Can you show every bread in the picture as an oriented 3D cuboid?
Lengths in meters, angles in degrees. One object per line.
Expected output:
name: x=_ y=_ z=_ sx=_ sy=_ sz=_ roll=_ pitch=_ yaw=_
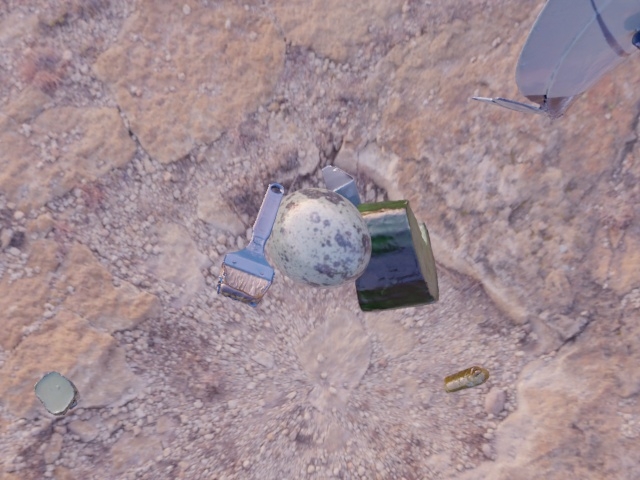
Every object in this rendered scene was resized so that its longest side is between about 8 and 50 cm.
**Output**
bread: x=0.254 y=0.243 z=1.129 sx=0.088 sy=0.049 sz=0.033 roll=-30 pitch=72 yaw=39

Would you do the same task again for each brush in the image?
brush: x=-0.061 y=-0.003 z=0.641 sx=0.051 sy=0.014 sz=0.164 roll=22 pitch=45 yaw=-9

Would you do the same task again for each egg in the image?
egg: x=0.000 y=0.000 z=0.861 sx=0.132 sy=0.132 sz=0.172 roll=-44 pitch=39 yaw=-8

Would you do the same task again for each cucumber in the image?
cucumber: x=0.118 y=0.030 z=1.080 sx=0.130 sy=0.191 sz=0.191 roll=-12 pitch=77 yaw=14

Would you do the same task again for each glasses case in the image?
glasses case: x=0.069 y=-0.013 z=1.243 sx=0.056 sy=0.266 sz=0.105 roll=-16 pitch=35 yaw=5

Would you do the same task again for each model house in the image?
model house: x=-0.503 y=0.301 z=1.245 sx=0.079 sy=0.083 sz=0.066 roll=42 pitch=67 yaw=11

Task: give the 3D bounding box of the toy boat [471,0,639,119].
toy boat: x=0.200 y=-0.148 z=0.336 sx=0.210 sy=0.291 sz=0.070 roll=-17 pitch=74 yaw=0
